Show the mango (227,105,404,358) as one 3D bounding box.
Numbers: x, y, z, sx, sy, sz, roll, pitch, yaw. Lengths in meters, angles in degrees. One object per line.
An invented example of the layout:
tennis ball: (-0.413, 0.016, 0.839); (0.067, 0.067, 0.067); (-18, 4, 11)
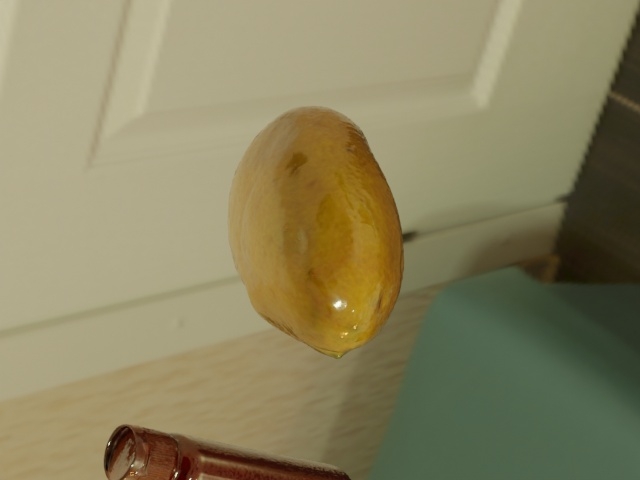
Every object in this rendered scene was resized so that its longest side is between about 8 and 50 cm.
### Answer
mango: (0.000, 0.000, 1.104); (0.227, 0.109, 0.147); (-109, 31, -57)

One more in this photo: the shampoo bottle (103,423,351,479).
shampoo bottle: (-0.093, 0.236, 1.697); (0.102, 0.260, 0.064); (14, 87, 54)
